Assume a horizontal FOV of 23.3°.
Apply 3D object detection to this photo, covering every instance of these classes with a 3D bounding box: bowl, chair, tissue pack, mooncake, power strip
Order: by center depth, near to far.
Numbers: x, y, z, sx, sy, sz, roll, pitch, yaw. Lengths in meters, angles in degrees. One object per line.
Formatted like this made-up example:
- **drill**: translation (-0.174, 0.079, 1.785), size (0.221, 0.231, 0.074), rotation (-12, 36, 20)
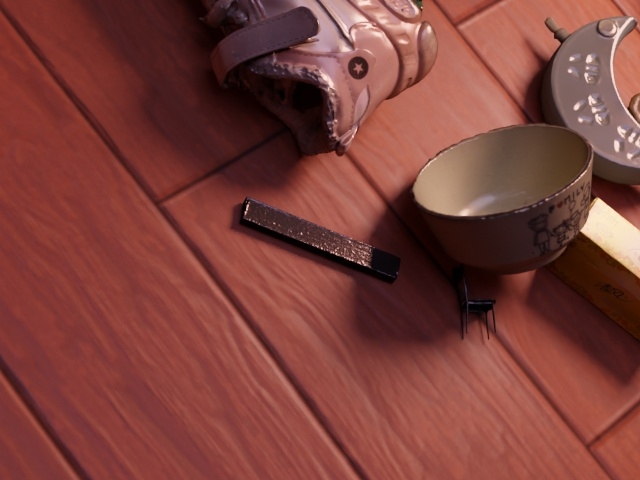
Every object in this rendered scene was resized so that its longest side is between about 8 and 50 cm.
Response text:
- **bowl**: translation (0.218, -0.036, 1.765), size (0.211, 0.211, 0.112), rotation (-39, 122, -33)
- **chair**: translation (0.177, 0.070, 1.767), size (0.042, 0.037, 0.086), rotation (-3, 70, -12)
- **tissue pack**: translation (0.358, 0.042, 1.826), size (0.176, 0.095, 0.062), rotation (38, 57, -2)
- **power strip**: translation (0.358, -0.181, 1.945), size (0.167, 0.054, 0.253), rotation (-16, 70, -16)
- **mooncake**: translation (0.562, -0.164, 2.044), size (0.346, 0.057, 0.150), rotation (19, 71, -17)

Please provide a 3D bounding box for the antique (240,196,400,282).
- **antique**: translation (0.000, 0.000, 1.739), size (0.192, 0.015, 0.031), rotation (22, 59, -11)

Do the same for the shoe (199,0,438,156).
- **shoe**: translation (-0.048, -0.256, 1.759), size (0.351, 0.172, 0.198), rotation (36, 63, 2)

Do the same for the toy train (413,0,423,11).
- **toy train**: translation (0.094, -0.326, 1.877), size (0.071, 0.111, 0.170), rotation (14, 38, -14)
